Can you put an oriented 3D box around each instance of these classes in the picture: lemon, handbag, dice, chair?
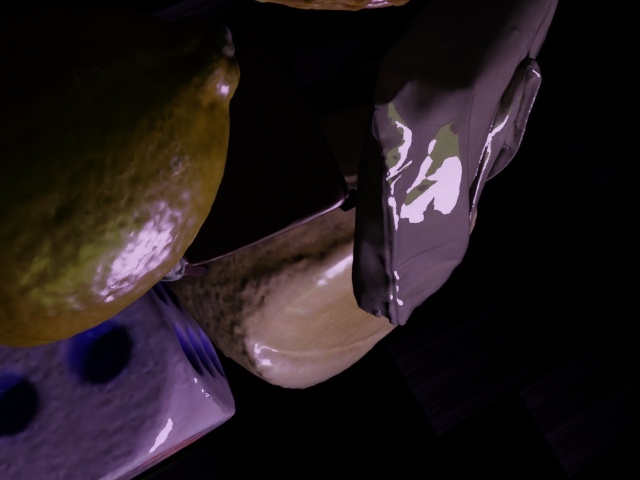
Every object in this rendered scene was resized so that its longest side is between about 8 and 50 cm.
[{"bbox_3d":[-0.152,-0.043,0.898,0.248,0.184,0.184,-33,174,-2],"label":"lemon"},{"bbox_3d":[0.109,-0.100,1.276,0.253,0.109,0.316,97,19,-45],"label":"handbag"},{"bbox_3d":[-0.246,0.139,1.643,0.251,0.243,0.259,-30,171,1],"label":"dice"},{"bbox_3d":[-0.092,-0.060,1.177,0.186,0.160,0.319,-25,175,8],"label":"chair"}]

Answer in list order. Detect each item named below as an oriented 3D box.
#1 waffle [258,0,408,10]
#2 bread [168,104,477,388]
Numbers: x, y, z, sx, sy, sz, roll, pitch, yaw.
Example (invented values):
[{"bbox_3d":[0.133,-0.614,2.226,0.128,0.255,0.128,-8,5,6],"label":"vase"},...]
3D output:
[{"bbox_3d":[0.029,-0.173,0.985,0.214,0.054,0.208,0,-176,36],"label":"waffle"},{"bbox_3d":[-0.008,-0.008,1.645,0.320,0.237,0.320,-40,166,-12],"label":"bread"}]
